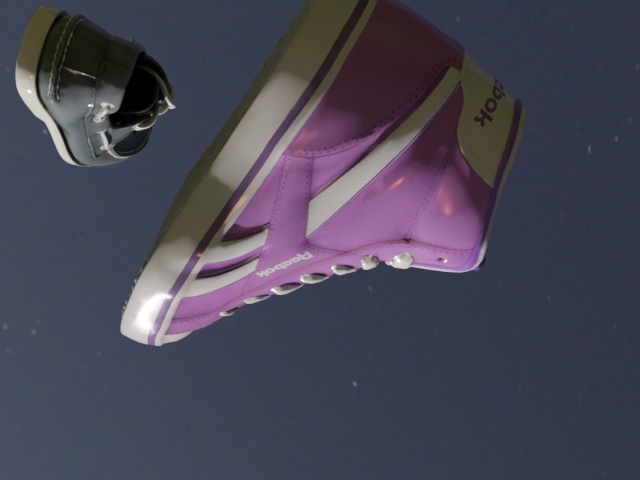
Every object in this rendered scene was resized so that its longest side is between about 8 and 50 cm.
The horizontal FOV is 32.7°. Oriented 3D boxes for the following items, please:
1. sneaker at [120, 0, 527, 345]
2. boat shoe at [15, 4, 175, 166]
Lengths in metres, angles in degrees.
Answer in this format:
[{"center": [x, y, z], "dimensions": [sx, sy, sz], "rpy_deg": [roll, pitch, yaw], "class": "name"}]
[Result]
[{"center": [0.000, 0.001, 0.602], "dimensions": [0.161, 0.282, 0.102], "rpy_deg": [31, -135, -13], "class": "sneaker"}, {"center": [-0.192, -0.128, 1.034], "dimensions": [0.099, 0.319, 0.116], "rpy_deg": [15, -98, 5], "class": "boat shoe"}]
